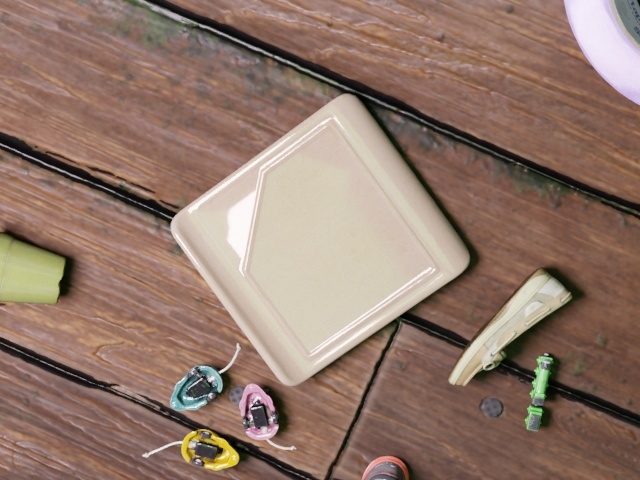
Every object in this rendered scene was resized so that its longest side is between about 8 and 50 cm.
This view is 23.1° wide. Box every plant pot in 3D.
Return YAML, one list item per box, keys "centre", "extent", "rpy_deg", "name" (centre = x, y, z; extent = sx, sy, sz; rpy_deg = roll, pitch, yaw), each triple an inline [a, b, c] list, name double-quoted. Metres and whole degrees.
- centre: [-0.310, 0.034, 1.646]
  extent: [0.079, 0.083, 0.083]
  rpy_deg: [11, 101, -9]
  name: "plant pot"

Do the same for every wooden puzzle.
- centre: [0.000, 0.000, 1.624]
  extent: [0.239, 0.044, 0.221]
  rpy_deg: [-36, 95, 6]
  name: "wooden puzzle"

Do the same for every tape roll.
- centre: [0.370, -0.253, 1.469]
  extent: [0.275, 0.090, 0.274]
  rpy_deg: [7, 106, 24]
  name: "tape roll"

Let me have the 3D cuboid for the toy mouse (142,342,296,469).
- centre: [-0.099, 0.173, 1.667]
  extent: [0.161, 0.031, 0.143]
  rpy_deg: [10, 101, 4]
  name: "toy mouse"

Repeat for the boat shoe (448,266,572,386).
- centre: [0.192, 0.097, 1.612]
  extent: [0.048, 0.056, 0.153]
  rpy_deg: [41, 94, 2]
  name: "boat shoe"

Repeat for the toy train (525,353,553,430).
- centre: [0.228, 0.159, 1.634]
  extent: [0.017, 0.023, 0.083]
  rpy_deg: [10, 102, 4]
  name: "toy train"

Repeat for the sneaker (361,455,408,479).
- centre: [0.044, 0.304, 1.658]
  extent: [0.061, 0.065, 0.157]
  rpy_deg: [20, 101, 2]
  name: "sneaker"
